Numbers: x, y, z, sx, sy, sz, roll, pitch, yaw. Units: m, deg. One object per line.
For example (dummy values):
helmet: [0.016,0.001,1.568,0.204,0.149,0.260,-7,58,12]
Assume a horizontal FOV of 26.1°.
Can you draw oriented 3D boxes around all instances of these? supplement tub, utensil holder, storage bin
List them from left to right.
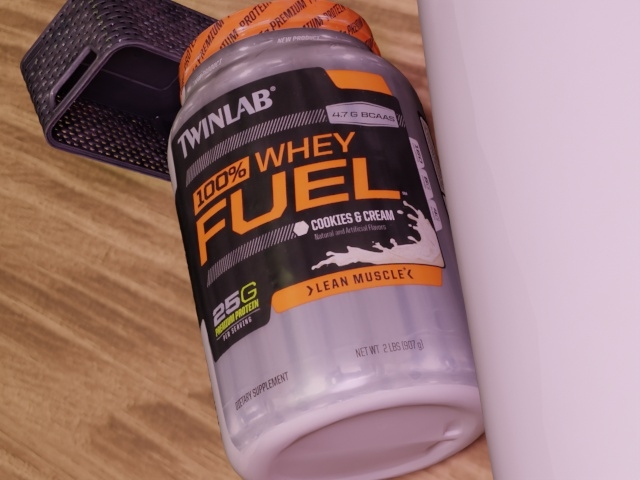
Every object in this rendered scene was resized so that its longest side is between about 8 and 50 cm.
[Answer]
storage bin: [-0.142,-0.129,1.150,0.122,0.180,0.084,-45,52,26]
supplement tub: [0.000,0.000,0.973,0.193,0.193,0.316,-33,58,33]
utensil holder: [0.225,0.002,0.677,0.327,0.327,0.386,-27,59,36]
